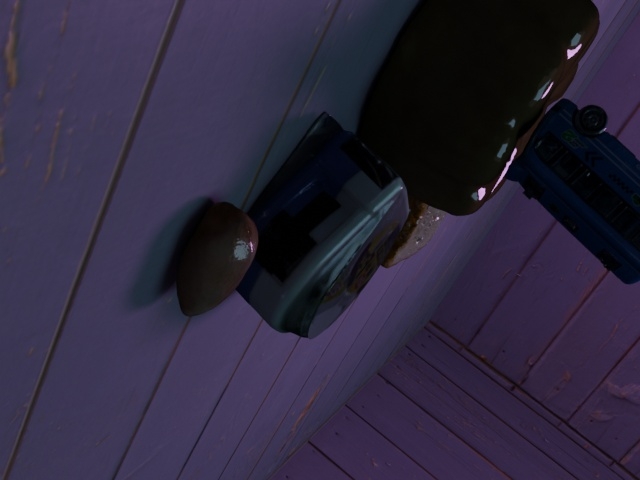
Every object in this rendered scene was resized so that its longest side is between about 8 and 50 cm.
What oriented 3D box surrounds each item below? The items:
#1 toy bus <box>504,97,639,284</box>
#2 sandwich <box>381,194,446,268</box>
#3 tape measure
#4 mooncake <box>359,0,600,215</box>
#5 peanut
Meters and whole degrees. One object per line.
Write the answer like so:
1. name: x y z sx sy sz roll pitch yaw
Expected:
1. toy bus: 0.373 -0.065 1.125 0.134 0.246 0.113 -43 168 -3
2. sandwich: 0.215 -0.082 1.684 0.226 0.087 0.251 -37 159 -49
3. tape measure: 0.002 -0.001 1.110 0.262 0.138 0.259 -51 165 -5
4. mooncake: 0.237 -0.217 1.201 0.378 0.201 0.378 -48 166 -16
5. peanut: -0.117 0.025 0.927 0.076 0.076 0.152 -31 152 -56
